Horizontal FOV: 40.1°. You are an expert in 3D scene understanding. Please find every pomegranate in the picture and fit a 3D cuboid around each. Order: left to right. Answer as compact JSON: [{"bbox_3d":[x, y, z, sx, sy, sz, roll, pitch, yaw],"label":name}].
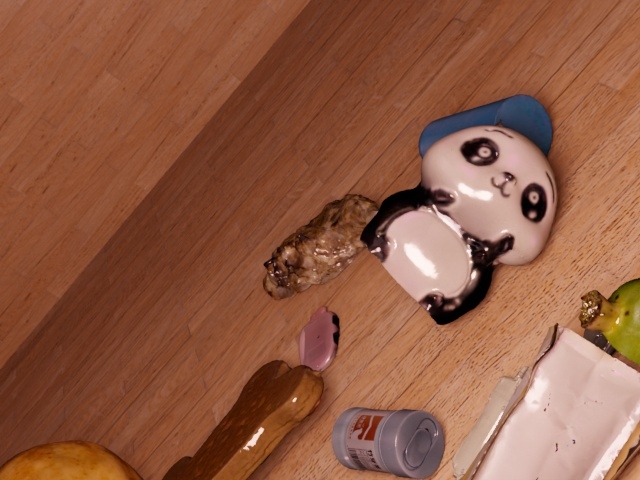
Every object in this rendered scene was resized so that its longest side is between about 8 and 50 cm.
[{"bbox_3d":[-0.479,0.585,1.641,0.410,0.410,0.410,-37,32,28],"label":"pomegranate"},{"bbox_3d":[0.405,0.097,1.060,0.122,0.169,0.143,-42,19,27],"label":"pomegranate"}]

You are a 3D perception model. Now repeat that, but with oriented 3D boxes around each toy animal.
[{"bbox_3d":[0.233,-0.041,1.413,0.310,0.251,0.251,-42,29,4],"label":"toy animal"}]

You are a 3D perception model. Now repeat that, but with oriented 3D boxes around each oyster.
[{"bbox_3d":[0.013,-0.024,1.860,0.396,0.111,0.204,-33,30,39],"label":"oyster"}]

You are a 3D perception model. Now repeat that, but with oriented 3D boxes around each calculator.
[{"bbox_3d":[-0.004,0.193,1.716,0.103,0.024,0.166,-39,32,25],"label":"calculator"}]

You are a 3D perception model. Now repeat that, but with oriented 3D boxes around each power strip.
[{"bbox_3d":[0.247,0.261,1.253,0.191,0.030,0.047,-57,27,-7],"label":"power strip"}]

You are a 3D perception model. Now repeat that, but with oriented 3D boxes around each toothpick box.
[{"bbox_3d":[0.101,0.308,1.345,0.153,0.101,0.101,-11,49,51],"label":"toothpick box"}]

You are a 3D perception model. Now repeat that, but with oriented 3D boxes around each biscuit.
[{"bbox_3d":[-0.158,0.389,1.591,0.394,0.076,0.368,-50,10,-15],"label":"biscuit"}]

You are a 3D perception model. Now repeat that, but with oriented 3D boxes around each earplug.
[{"bbox_3d":[0.282,-0.184,1.619,0.273,0.132,0.132,0,57,61],"label":"earplug"}]

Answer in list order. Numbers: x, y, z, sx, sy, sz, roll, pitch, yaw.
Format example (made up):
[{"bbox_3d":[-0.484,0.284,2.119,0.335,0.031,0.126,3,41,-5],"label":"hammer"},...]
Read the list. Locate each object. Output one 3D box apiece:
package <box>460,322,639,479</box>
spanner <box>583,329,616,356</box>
[{"bbox_3d":[0.281,0.278,1.093,0.311,0.165,0.221,-58,-14,-2],"label":"package"},{"bbox_3d":[0.463,0.036,1.197,0.325,0.026,0.093,-54,27,-6],"label":"spanner"}]
